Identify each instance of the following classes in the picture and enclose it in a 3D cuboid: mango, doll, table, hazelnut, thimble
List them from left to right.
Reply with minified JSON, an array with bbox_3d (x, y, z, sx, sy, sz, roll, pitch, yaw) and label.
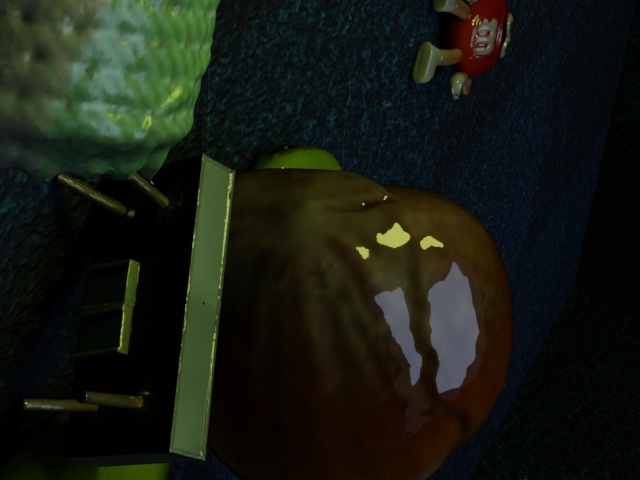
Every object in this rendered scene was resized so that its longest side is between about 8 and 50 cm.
[{"bbox_3d":[-0.171,-0.126,0.741,0.219,0.219,0.150,-15,122,-67],"label":"thimble"},{"bbox_3d":[-0.209,0.231,1.110,0.293,0.142,0.175,-58,160,-56],"label":"mango"},{"bbox_3d":[-0.157,0.047,1.002,0.111,0.121,0.240,26,61,-46],"label":"table"},{"bbox_3d":[-0.026,-0.060,1.400,0.165,0.074,0.091,-16,126,-66],"label":"mango"},{"bbox_3d":[0.009,0.079,1.194,0.372,0.372,0.315,80,6,-55],"label":"hazelnut"},{"bbox_3d":[0.213,-0.289,1.810,0.217,0.085,0.183,-5,113,-59],"label":"doll"}]
